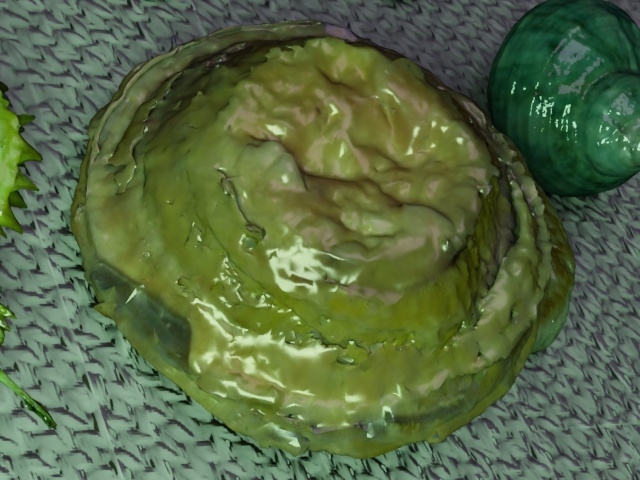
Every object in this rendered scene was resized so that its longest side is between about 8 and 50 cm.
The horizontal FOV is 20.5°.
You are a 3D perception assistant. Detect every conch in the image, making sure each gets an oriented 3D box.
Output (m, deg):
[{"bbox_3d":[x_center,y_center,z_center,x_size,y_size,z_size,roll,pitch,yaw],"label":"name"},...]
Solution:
[{"bbox_3d":[0.232,-0.121,1.519,0.196,0.134,0.202,12,47,-28],"label":"conch"}]

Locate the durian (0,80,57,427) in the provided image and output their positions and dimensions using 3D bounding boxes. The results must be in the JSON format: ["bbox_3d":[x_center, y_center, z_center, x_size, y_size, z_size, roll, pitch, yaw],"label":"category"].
[{"bbox_3d":[-0.252,-0.048,1.101,0.132,0.106,0.375,-4,53,-40],"label":"durian"}]

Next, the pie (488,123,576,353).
[{"bbox_3d":[0.107,-0.013,1.380,0.240,0.054,0.240,23,45,-25],"label":"pie"}]

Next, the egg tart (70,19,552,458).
[{"bbox_3d":[0.005,-0.024,1.205,0.352,0.150,0.352,8,59,-13],"label":"egg tart"}]
